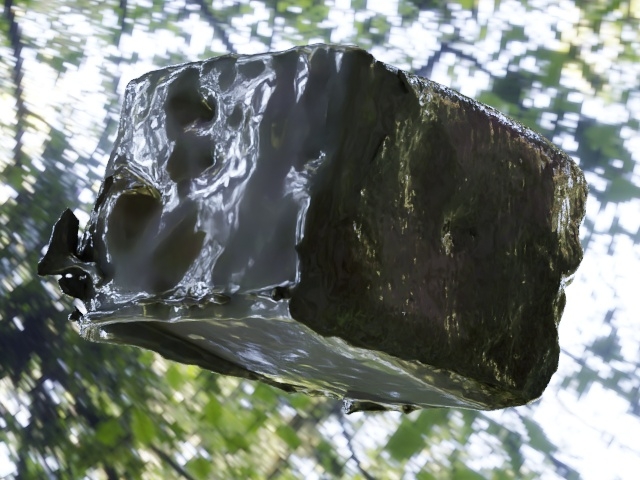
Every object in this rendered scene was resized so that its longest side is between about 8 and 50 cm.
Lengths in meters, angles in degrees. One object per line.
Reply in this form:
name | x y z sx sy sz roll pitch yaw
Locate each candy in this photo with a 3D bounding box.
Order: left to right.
candy | 0.000 0.000 0.787 0.195 0.185 0.137 22 -109 -42
